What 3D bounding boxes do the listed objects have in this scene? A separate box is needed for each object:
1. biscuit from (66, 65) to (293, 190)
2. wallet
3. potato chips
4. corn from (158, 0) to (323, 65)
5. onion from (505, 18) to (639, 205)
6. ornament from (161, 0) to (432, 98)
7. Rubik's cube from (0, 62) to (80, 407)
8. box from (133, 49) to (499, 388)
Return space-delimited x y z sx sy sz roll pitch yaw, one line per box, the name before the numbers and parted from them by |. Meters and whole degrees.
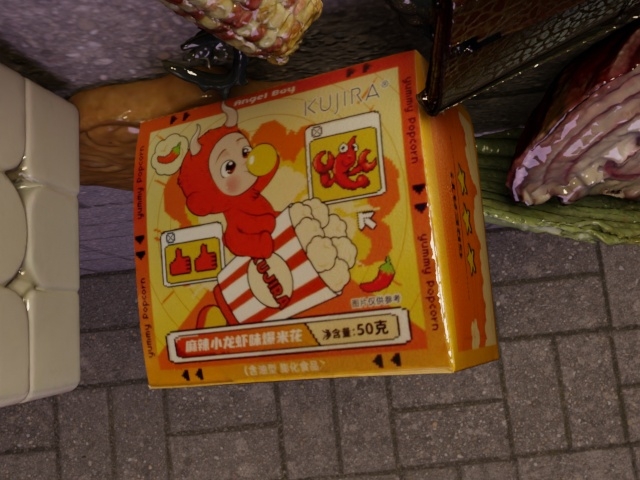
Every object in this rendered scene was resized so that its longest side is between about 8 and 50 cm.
biscuit | -0.155 -0.114 0.836 0.385 0.062 0.365 -12 170 40
wallet | 0.178 -0.164 0.430 0.243 0.039 0.133 -27 161 -8
potato chips | 0.248 -0.079 0.867 0.429 0.070 0.358 6 -156 -5
corn | -0.079 -0.157 0.306 0.079 0.080 0.237 -11 156 36
onion | 0.348 -0.158 0.681 0.314 0.146 0.280 5 141 -29
ornament | 0.000 -0.166 0.489 0.236 0.080 0.202 -14 167 36
Rubik's cube | -0.395 -0.001 0.540 0.291 0.291 0.291 -5 174 9
box | 0.000 0.000 0.635 0.283 0.260 0.214 -9 168 25
